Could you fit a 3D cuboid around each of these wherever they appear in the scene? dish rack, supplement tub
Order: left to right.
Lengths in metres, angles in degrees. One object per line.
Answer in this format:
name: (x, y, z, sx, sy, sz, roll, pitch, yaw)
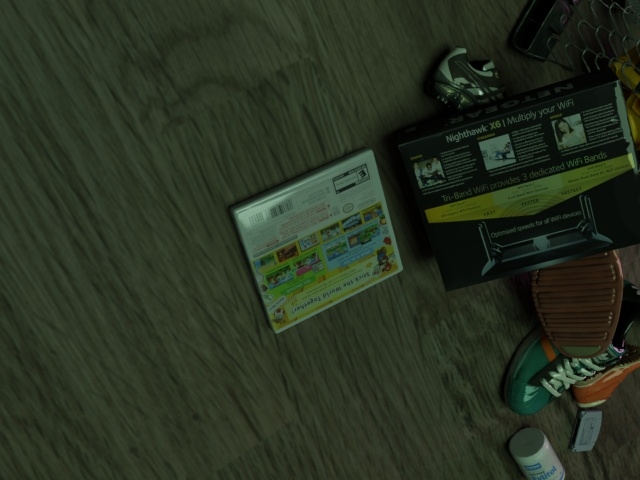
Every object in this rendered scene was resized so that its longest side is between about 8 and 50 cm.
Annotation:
supplement tub: (0.390, 0.397, 1.589, 0.071, 0.071, 0.107, -40, 120, -10)
dish rack: (0.437, -0.318, 1.262, 0.074, 0.271, 0.208, 23, 98, -50)

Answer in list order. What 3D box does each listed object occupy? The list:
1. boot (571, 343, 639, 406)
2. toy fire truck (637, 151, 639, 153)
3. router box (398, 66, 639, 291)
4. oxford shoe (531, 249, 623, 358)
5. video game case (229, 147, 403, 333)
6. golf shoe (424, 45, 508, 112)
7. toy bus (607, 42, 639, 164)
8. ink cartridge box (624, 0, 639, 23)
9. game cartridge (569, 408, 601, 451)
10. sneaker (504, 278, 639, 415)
boot: (0.530, 0.249, 1.621, 0.158, 0.059, 0.084, -23, 119, -9)
toy fire truck: (0.548, -0.152, 1.496, 0.192, 0.047, 0.135, -27, 119, -16)
router box: (0.292, -0.081, 1.258, 0.309, 0.081, 0.242, -15, 112, 13)
oxford shoe: (0.412, -0.004, 1.408, 0.146, 0.141, 0.396, -45, 131, -59)
video game case: (0.000, 0.000, 1.284, 0.227, 0.026, 0.206, -26, 117, -18)
golf shoe: (0.252, -0.215, 1.308, 0.198, 0.077, 0.093, 24, 95, -32)
toy bus: (0.531, -0.209, 1.328, 0.149, 0.220, 0.211, -32, 158, -16)
ink cartridge box: (0.573, -0.447, 1.305, 0.168, 0.171, 0.232, -27, 124, -35)
game cartridge: (0.502, 0.358, 1.665, 0.056, 0.017, 0.083, 4, 105, -24)
sneaker: (0.439, 0.187, 1.512, 0.108, 0.121, 0.302, 40, 87, -31)
